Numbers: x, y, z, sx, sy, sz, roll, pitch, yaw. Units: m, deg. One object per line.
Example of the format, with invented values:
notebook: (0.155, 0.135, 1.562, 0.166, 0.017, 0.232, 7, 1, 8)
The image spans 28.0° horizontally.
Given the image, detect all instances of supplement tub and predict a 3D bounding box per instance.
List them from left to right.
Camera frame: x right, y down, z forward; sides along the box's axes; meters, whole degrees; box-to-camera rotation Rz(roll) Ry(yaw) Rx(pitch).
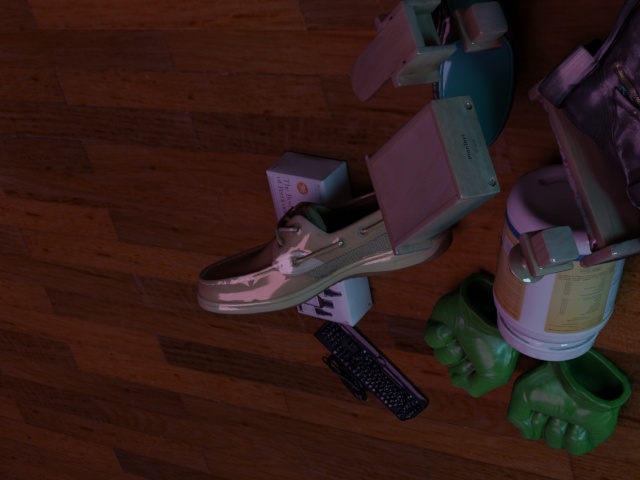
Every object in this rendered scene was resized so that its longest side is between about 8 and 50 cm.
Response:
supplement tub: (0.277, 0.027, 1.488, 0.144, 0.144, 0.200, 24, 135, 23)

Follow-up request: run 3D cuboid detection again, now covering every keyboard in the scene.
keyboard: (0.063, 0.201, 1.892, 0.192, 0.038, 0.100, 45, 140, 2)

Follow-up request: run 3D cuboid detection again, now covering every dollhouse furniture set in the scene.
dollhouse furniture set: (0.243, -0.108, 1.372, 0.174, 0.355, 0.303, -40, 64, 62)

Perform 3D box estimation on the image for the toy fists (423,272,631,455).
toy fists: (0.257, 0.171, 1.661, 0.279, 0.096, 0.142, 35, 139, 10)

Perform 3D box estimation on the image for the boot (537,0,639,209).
boot: (0.354, -0.129, 1.202, 0.229, 0.091, 0.263, 50, 129, 8)

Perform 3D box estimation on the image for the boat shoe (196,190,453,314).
boat shoe: (-0.008, 0.000, 1.645, 0.341, 0.122, 0.110, -18, 115, 7)

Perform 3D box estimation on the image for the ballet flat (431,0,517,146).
ballet flat: (0.165, -0.239, 1.406, 0.095, 0.096, 0.280, -4, 116, 3)

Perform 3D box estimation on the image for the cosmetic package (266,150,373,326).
cosmetic package: (0.000, 0.000, 1.761, 0.099, 0.060, 0.239, 10, 128, 32)
